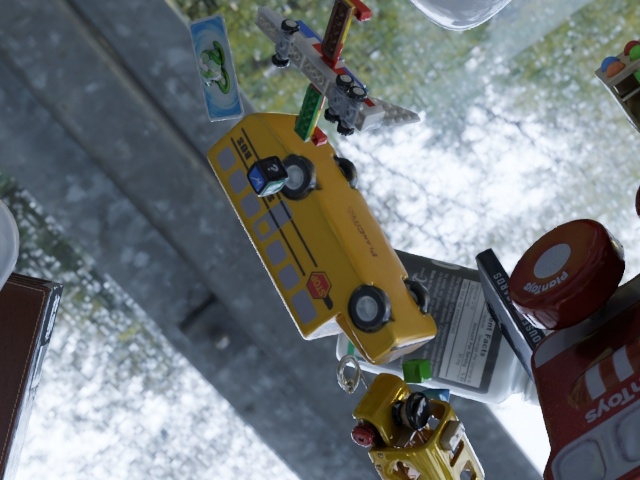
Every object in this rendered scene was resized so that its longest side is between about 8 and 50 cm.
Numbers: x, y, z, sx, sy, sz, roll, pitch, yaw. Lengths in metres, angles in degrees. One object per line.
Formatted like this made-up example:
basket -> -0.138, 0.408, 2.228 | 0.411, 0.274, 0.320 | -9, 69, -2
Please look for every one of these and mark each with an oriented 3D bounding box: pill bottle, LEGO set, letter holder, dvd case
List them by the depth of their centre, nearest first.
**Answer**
LEGO set -> -0.027, -0.154, 0.771 | 0.060, 0.244, 0.182 | -18, -169, -35
dvd case -> 0.264, 0.123, 1.444 | 0.030, 0.238, 0.179 | -29, -113, 0
letter holder -> -0.485, 0.180, 1.454 | 0.152, 0.214, 0.301 | 176, -73, -83
pill bottle -> 0.222, 0.143, 1.765 | 0.361, 0.204, 0.204 | 15, -135, 9

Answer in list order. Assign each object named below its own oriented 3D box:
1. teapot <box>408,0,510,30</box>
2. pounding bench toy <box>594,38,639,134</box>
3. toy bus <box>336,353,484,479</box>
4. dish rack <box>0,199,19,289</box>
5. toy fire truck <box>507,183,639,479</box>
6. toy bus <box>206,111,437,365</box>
teapot -> 0.155, -0.372, 1.223 | 0.256, 0.187, 0.252 | -45, -161, 27
pounding bench toy -> 0.269, -0.127, 0.916 | 0.052, 0.065, 0.083 | -36, -165, 14
toy bus -> 0.118, 0.232, 1.301 | 0.104, 0.202, 0.191 | -5, -100, 37
dish rack -> -0.411, 0.009, 0.774 | 0.285, 0.333, 0.072 | -63, -172, -24
toy fire truck -> 0.294, 0.073, 0.851 | 0.302, 0.169, 0.254 | -36, -157, 20
toy bus -> 0.000, 0.000, 1.320 | 0.130, 0.332, 0.108 | -38, 162, 29
